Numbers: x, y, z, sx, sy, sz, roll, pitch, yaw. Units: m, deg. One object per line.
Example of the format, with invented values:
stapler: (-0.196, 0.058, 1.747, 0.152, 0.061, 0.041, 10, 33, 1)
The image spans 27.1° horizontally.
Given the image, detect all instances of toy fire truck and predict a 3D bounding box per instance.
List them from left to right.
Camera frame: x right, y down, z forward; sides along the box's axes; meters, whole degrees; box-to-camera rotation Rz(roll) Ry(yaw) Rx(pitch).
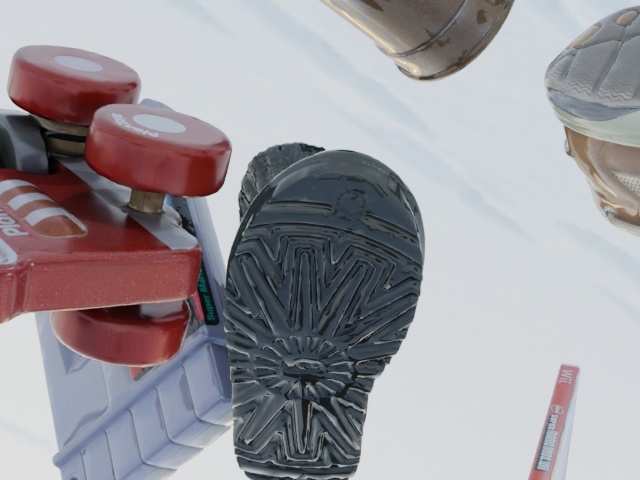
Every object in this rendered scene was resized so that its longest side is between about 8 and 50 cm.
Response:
toy fire truck: (-0.226, -0.031, 0.934, 0.254, 0.169, 0.302, -2, -154, -41)

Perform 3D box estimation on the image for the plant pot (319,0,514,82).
plant pot: (0.065, -0.252, 1.196, 0.165, 0.167, 0.167, 25, 166, -34)

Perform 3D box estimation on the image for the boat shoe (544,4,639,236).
boat shoe: (0.253, -0.026, 0.615, 0.324, 0.123, 0.116, 24, 140, 45)

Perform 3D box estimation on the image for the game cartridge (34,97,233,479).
game cartridge: (-0.184, 0.058, 1.250, 0.068, 0.355, 0.230, 18, 131, -40)

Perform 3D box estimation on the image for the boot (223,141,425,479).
boot: (-0.004, 0.000, 1.028, 0.131, 0.260, 0.348, 10, 136, -5)

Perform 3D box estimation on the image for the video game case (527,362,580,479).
video game case: (0.229, 0.287, 1.383, 0.025, 0.285, 0.204, 10, 120, 15)
